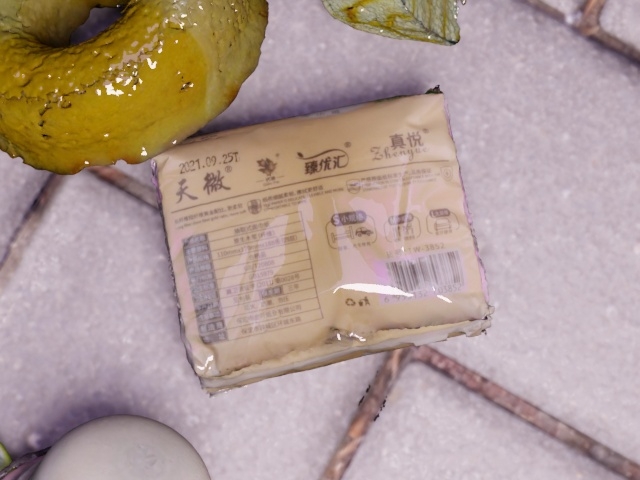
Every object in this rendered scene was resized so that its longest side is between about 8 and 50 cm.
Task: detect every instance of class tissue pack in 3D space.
[{"bbox_3d":[0.000,0.000,0.934,0.257,0.123,0.214,-11,79,-3],"label":"tissue pack"}]

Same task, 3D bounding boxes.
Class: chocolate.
[{"bbox_3d":[-0.146,0.212,0.844,0.221,0.147,0.221,20,45,-21],"label":"chocolate"}]

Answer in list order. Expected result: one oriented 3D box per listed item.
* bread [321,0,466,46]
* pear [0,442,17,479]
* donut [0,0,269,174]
[{"bbox_3d":[0.052,-0.227,0.987,0.110,0.156,0.103,-4,72,32],"label":"bread"},{"bbox_3d":[-0.404,0.278,0.818,0.399,0.399,0.165,42,122,6],"label":"pear"},{"bbox_3d":[-0.187,-0.187,0.934,0.272,0.107,0.272,-6,61,11],"label":"donut"}]
